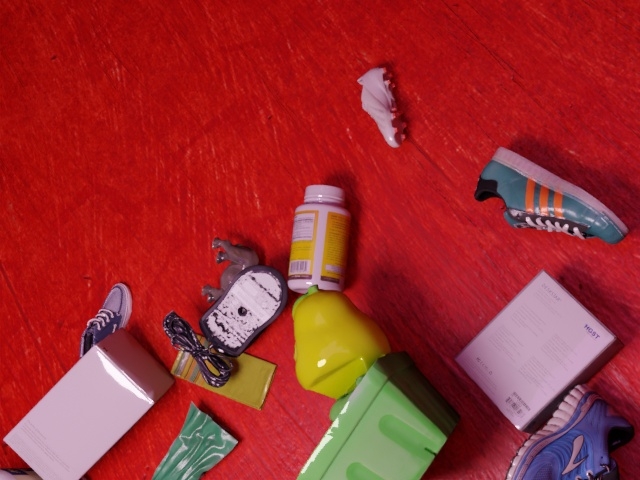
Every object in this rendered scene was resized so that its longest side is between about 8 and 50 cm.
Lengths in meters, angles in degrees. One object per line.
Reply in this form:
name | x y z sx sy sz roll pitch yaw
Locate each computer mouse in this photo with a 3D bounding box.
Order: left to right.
computer mouse | -0.175 0.152 1.826 0.272 0.072 0.188 -42 87 12

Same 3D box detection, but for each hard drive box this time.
hard drive box | 0.388 0.199 1.585 0.232 0.089 0.181 -46 59 9

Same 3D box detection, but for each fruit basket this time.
fruit basket | 0.055 0.274 1.574 0.392 0.392 0.283 35 94 28

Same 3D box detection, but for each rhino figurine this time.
rhino figurine | -0.195 0.120 1.896 0.106 0.073 0.243 9 85 16

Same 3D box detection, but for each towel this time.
towel | -0.209 0.276 1.894 0.237 0.021 0.102 16 86 27

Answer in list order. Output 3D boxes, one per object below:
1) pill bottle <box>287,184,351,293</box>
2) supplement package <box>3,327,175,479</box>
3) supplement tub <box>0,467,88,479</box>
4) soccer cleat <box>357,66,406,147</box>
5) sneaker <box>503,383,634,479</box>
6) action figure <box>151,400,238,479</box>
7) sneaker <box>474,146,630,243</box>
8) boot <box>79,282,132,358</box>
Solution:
pill bottle | 0.000 0.000 1.808 0.117 0.117 0.215 1 78 25
supplement package | -0.484 0.358 1.886 0.175 0.177 0.293 45 99 0
supplement tub | -0.639 0.593 1.847 0.235 0.325 0.235 -6 75 24
soccer cleat | 0.127 -0.271 1.849 0.076 0.068 0.196 -23 62 24
sneaker | 0.404 0.376 1.445 0.147 0.130 0.330 30 55 31
action figure | -0.284 0.470 1.857 0.137 0.063 0.232 37 90 26
sneaker | 0.418 -0.056 1.637 0.302 0.108 0.121 36 95 36
boot | -0.486 0.185 2.010 0.069 0.086 0.190 5 80 26
